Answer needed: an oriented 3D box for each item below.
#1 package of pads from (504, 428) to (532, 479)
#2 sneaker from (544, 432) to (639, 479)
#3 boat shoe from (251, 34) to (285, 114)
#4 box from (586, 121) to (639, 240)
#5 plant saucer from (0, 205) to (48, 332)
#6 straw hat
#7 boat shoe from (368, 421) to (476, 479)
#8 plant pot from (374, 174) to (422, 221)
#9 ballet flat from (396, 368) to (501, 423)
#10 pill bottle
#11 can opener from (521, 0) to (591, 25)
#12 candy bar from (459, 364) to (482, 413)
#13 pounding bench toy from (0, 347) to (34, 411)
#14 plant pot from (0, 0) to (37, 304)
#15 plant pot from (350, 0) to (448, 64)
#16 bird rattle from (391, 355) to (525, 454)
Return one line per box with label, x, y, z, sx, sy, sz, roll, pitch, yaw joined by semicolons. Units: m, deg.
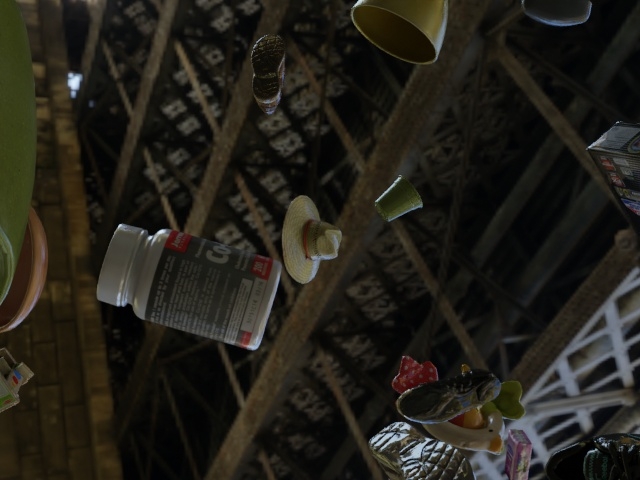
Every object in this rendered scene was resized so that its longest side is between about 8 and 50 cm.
package of pads;0.338;0.370;1.549;0.050;0.032;0.083;-105;-163;-72
sneaker;0.321;0.235;0.867;0.267;0.106;0.101;146;-44;-67
boat shoe;-0.099;-0.317;1.722;0.060;0.064;0.178;86;5;-56
box;0.460;-0.031;1.070;0.216;0.060;0.270;54;-8;-21
plant saucer;-0.440;0.030;1.271;0.200;0.037;0.199;-5;-98;41
straw hat;0.000;0.000;1.392;0.061;0.144;0.144;3;-86;26
boat shoe;0.226;0.486;1.851;0.130;0.132;0.355;64;-13;-18
plant pot;0.159;-0.082;1.910;0.083;0.079;0.083;53;-10;13
ballet flat;0.174;0.215;1.250;0.049;0.173;0.057;14;-73;57
pill bottle;-0.221;0.073;1.535;0.161;0.283;0.161;-164;-90;-86
can opener;0.261;-0.379;1.316;0.074;0.281;0.093;-26;127;-86
candy bar;0.249;0.243;1.475;0.018;0.161;0.040;8;-112;25
pounding bench toy;-0.371;0.160;1.065;0.052;0.083;0.065;61;3;-18
plant pot;-0.330;-0.063;0.677;0.293;0.275;0.274;56;-44;42
plant pot;0.123;-0.320;1.241;0.134;0.134;0.095;16;-106;57
bird rattle;0.257;0.312;1.697;0.207;0.254;0.143;-77;-170;-70
